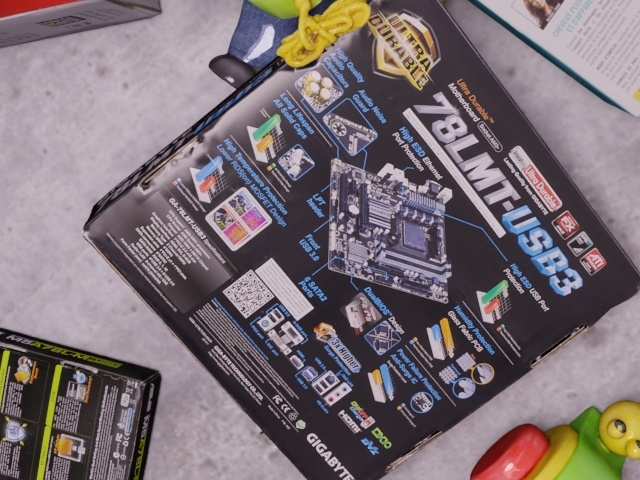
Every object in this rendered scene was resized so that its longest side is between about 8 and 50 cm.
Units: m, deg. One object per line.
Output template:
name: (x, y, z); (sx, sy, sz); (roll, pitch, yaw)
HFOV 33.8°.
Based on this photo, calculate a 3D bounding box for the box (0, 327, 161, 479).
box: (-0.245, 0.185, 0.920); (0.184, 0.045, 0.191); (13, 100, 13)

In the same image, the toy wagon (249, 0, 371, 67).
toy wagon: (-0.032, -0.275, 0.718); (0.267, 0.068, 0.345); (-29, 54, 31)

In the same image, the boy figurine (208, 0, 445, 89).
boy figurine: (0.022, -0.228, 0.791); (0.177, 0.092, 0.285); (31, 100, 2)

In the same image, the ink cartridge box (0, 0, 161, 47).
ink cartridge box: (-0.297, -0.311, 0.833); (0.271, 0.130, 0.310); (-9, 94, 14)

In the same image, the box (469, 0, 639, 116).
box: (0.152, -0.195, 0.734); (0.244, 0.060, 0.101); (32, 100, -17)

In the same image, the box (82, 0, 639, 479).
box: (0.034, 0.004, 0.772); (0.293, 0.073, 0.295); (-39, 105, 6)

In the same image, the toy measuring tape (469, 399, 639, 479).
toy measuring tape: (0.127, 0.241, 0.808); (0.330, 0.121, 0.121); (-45, 86, 13)
